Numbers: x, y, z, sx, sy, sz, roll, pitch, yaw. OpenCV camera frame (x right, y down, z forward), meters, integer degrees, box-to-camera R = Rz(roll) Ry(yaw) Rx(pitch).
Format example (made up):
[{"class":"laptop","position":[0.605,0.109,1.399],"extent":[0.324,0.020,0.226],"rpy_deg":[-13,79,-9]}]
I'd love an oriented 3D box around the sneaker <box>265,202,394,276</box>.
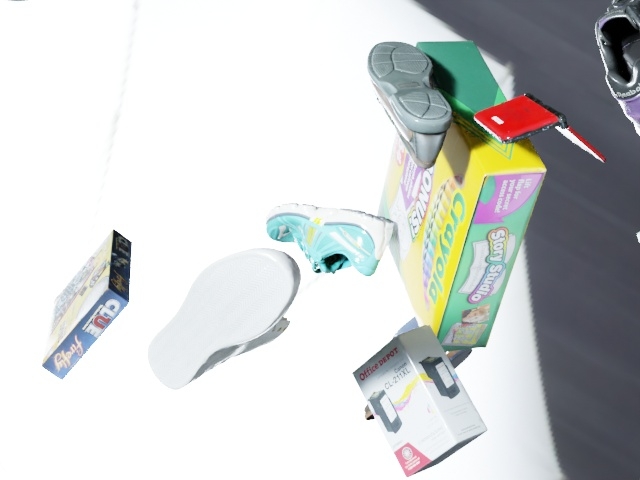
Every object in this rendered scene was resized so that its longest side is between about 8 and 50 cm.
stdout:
[{"class":"sneaker","position":[0.000,0.000,2.111],"extent":[0.275,0.107,0.110],"rpy_deg":[8,82,49]}]

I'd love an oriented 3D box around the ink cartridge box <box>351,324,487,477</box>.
[{"class":"ink cartridge box","position":[0.137,0.228,1.832],"extent":[0.072,0.175,0.127],"rpy_deg":[-14,-22,-41]}]

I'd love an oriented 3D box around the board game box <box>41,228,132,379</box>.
[{"class":"board game box","position":[-0.360,0.095,2.007],"extent":[0.165,0.042,0.243],"rpy_deg":[-48,19,13]}]

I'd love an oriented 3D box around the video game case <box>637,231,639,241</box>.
[{"class":"video game case","position":[0.537,0.031,1.715],"extent":[0.193,0.023,0.212],"rpy_deg":[-38,53,34]}]

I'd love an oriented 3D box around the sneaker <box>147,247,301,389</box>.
[{"class":"sneaker","position":[-0.087,0.074,1.627],"extent":[0.169,0.108,0.292],"rpy_deg":[-26,-9,-47]}]

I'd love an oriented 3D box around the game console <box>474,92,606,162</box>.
[{"class":"game console","position":[0.284,-0.134,1.681],"extent":[0.124,0.085,0.144],"rpy_deg":[-21,20,-3]}]

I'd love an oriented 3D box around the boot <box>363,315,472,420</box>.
[{"class":"boot","position":[0.144,0.210,2.189],"extent":[0.219,0.106,0.082],"rpy_deg":[-37,-22,9]}]

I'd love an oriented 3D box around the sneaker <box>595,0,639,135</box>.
[{"class":"sneaker","position":[0.399,-0.268,1.606],"extent":[0.107,0.124,0.283],"rpy_deg":[-28,42,31]}]

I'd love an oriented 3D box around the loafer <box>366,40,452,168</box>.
[{"class":"loafer","position":[0.117,-0.193,1.797],"extent":[0.267,0.096,0.084],"rpy_deg":[-105,16,-57]}]

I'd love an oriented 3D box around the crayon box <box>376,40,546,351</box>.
[{"class":"crayon box","position":[0.199,-0.065,1.953],"extent":[0.313,0.106,0.363],"rpy_deg":[-108,21,-44]}]
